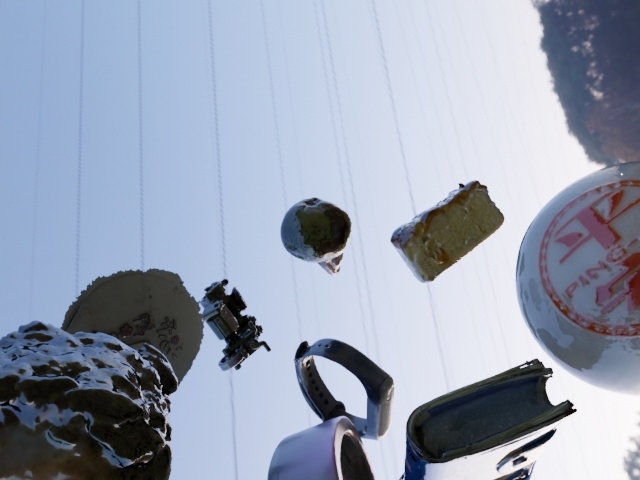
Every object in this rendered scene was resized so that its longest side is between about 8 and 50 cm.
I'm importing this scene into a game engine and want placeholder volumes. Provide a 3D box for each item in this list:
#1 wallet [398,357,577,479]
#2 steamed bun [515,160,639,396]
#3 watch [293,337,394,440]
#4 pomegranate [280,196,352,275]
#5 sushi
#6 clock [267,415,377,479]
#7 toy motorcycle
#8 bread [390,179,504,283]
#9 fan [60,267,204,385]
[{"bbox_3d":[0.138,0.183,0.569,0.202,0.141,0.059,82,168,-54],"label":"wallet"},{"bbox_3d":[0.295,0.025,0.603,0.145,0.232,0.231,38,-135,-52],"label":"steamed bun"},{"bbox_3d":[0.042,0.278,1.190,0.068,0.193,0.206,-42,-39,-42],"label":"watch"},{"bbox_3d":[0.002,-0.012,1.217,0.163,0.138,0.125,33,-113,-51],"label":"pomegranate"},{"bbox_3d":[-0.303,0.254,0.598,0.294,0.178,0.351,18,-84,-16],"label":"sushi"},{"bbox_3d":[0.034,0.431,0.945,0.338,0.102,0.338,-21,-90,-82],"label":"clock"},{"bbox_3d":[-0.237,0.217,1.702,0.205,0.127,0.275,57,-175,-12],"label":"toy motorcycle"},{"bbox_3d":[0.221,-0.016,1.164,0.114,0.185,0.275,51,-175,3],"label":"bread"},{"bbox_3d":[-0.356,0.176,0.952,0.415,0.012,0.233,-14,-78,-36],"label":"fan"}]
